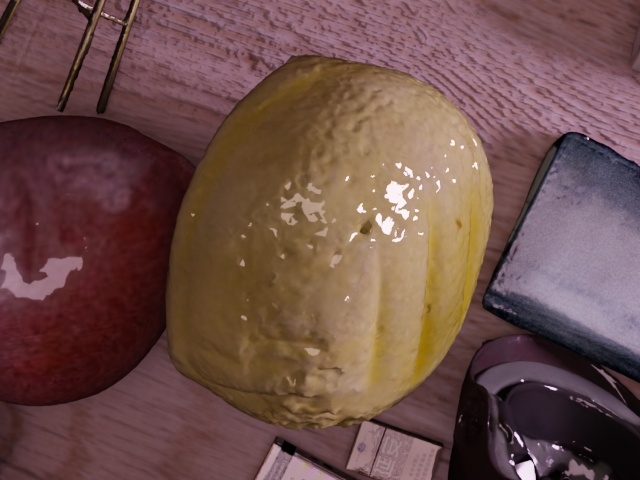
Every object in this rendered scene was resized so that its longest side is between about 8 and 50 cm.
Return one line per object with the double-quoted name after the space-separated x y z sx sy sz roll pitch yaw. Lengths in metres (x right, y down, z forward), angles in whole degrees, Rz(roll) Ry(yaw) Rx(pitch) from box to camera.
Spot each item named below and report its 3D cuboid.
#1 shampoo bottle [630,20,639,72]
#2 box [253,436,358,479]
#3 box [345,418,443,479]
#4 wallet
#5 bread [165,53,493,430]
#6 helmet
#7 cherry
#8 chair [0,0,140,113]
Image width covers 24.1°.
0.440 -0.159 1.357 0.303 0.092 0.092 15 93 2 "shampoo bottle"
0.035 0.300 1.430 0.247 0.033 0.129 27 94 2 "box"
0.070 0.206 1.429 0.083 0.024 0.053 18 93 1 "box"
0.351 0.060 1.387 0.379 0.046 0.191 26 87 4 "wallet"
0.011 0.003 1.288 0.237 0.320 0.321 15 93 17 "bread"
0.214 0.236 1.325 0.225 0.305 0.177 13 116 -20 "helmet"
-0.239 0.012 1.344 0.307 0.221 0.261 -25 89 1 "cherry"
-0.203 -0.289 1.365 0.159 0.170 0.326 30 100 4 "chair"
